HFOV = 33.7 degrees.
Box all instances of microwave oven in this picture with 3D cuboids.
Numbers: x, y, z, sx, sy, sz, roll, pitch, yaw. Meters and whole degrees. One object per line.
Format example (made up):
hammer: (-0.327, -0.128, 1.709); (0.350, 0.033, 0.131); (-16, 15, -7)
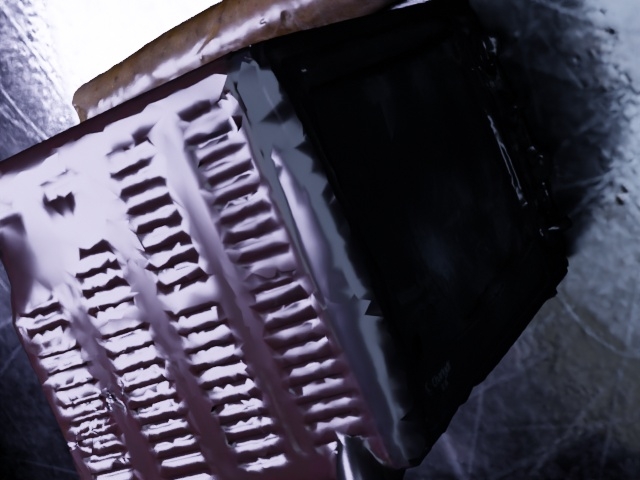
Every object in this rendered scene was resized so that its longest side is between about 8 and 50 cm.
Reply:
microwave oven: (-0.002, -0.001, 0.500); (0.188, 0.247, 0.178); (-16, 99, 29)

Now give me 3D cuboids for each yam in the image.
yam: (-0.037, -0.118, 0.585); (0.264, 0.046, 0.046); (-21, 99, 32)
